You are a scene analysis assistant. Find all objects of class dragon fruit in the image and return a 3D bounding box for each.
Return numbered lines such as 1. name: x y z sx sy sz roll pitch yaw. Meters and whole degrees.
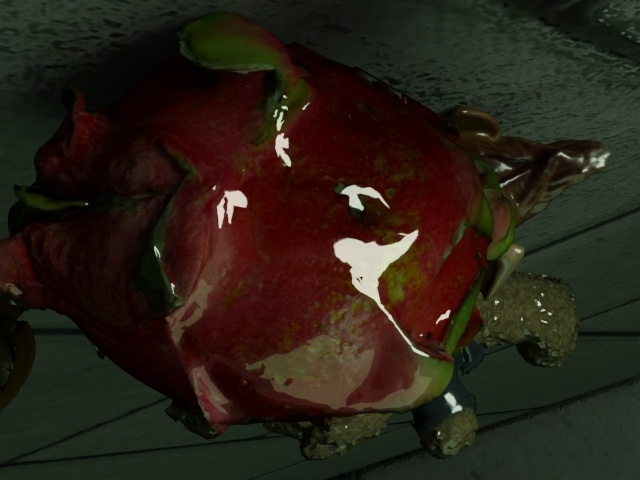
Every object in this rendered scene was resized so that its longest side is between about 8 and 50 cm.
1. dragon fruit: -0.018 -0.006 0.637 0.200 0.198 0.269 13 -166 13

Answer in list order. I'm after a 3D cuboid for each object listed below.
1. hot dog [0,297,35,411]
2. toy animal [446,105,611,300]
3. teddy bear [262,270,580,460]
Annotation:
1. hot dog: -0.233 0.085 0.737 0.072 0.109 0.269 -40 -173 35
2. toy animal: 0.068 -0.026 0.800 0.188 0.089 0.179 -26 156 34
3. teddy bear: 0.060 0.049 0.937 0.251 0.182 0.129 -31 146 -30
